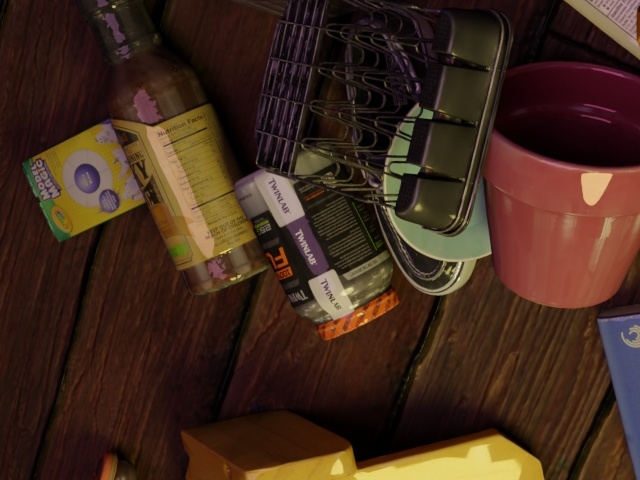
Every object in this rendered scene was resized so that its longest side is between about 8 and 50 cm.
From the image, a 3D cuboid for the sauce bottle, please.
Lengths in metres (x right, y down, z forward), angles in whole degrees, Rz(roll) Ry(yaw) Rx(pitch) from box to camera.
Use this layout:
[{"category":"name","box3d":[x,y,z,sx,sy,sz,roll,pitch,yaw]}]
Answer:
[{"category":"sauce bottle","box3d":[-0.160,-0.113,1.756,0.111,0.111,0.344,-22,93,30]}]

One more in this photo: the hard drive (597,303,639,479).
[{"category":"hard drive","box3d":[0.410,0.208,1.610,0.210,0.040,0.318,-10,100,28]}]

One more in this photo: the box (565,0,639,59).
[{"category":"box","box3d":[0.283,-0.276,1.478,0.232,0.127,0.148,41,119,10]}]

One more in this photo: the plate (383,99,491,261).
[{"category":"plate","box3d":[0.142,-0.071,1.606,0.024,0.188,0.188,-144,53,-59]}]

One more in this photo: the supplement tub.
[{"category":"supplement tub","box3d":[0.000,0.000,1.705,0.117,0.117,0.190,-26,92,30]}]

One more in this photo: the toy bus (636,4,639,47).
[{"category":"toy bus","box3d":[0.376,-0.078,1.406,0.108,0.130,0.332,-12,143,29]}]

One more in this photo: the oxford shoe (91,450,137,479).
[{"category":"oxford shoe","box3d":[-0.220,0.427,1.961,0.133,0.130,0.363,-1,99,-7]}]

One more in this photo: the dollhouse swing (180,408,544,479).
[{"category":"dollhouse swing","box3d":[0.060,0.352,1.814,0.315,0.305,0.346,14,119,67]}]

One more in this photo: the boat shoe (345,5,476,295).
[{"category":"boat shoe","box3d":[0.084,-0.083,1.646,0.108,0.102,0.301,-3,104,27]}]

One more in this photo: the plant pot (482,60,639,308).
[{"category":"plant pot","box3d":[0.236,-0.045,1.545,0.201,0.201,0.180,19,128,20]}]

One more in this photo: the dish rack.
[{"category":"dish rack","box3d":[0.044,-0.132,1.532,0.271,0.074,0.208,19,97,49]}]

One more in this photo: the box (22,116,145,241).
[{"category":"box","box3d":[-0.259,-0.070,1.854,0.179,0.043,0.105,-23,94,31]}]

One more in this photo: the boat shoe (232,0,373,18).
[{"category":"boat shoe","box3d":[0.015,-0.298,1.624,0.324,0.123,0.116,-1,71,35]}]
